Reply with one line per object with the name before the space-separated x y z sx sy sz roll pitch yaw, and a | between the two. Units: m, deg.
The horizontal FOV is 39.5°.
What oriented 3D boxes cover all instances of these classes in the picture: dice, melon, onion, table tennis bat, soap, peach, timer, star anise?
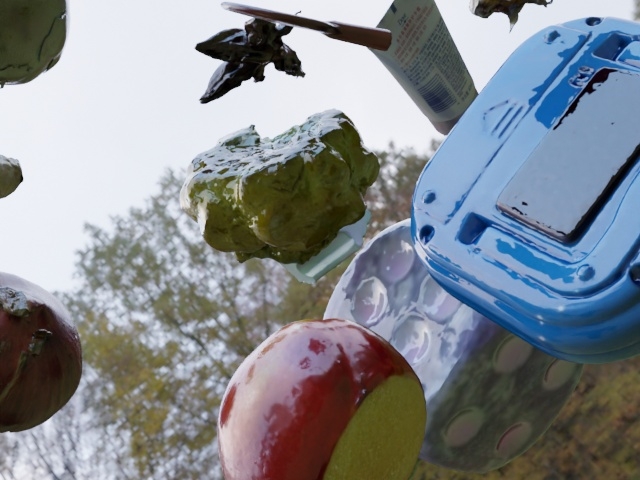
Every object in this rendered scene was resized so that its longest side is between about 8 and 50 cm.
dice | 0.183 0.145 1.255 0.271 0.270 0.270 24 -79 -41
melon | -0.574 -0.424 1.557 0.269 0.330 0.268 -12 -4 -1
onion | -0.400 0.119 1.068 0.161 0.248 0.248 -62 -27 3
table tennis bat | -0.011 -0.189 0.775 0.155 0.098 0.019 8 -78 -19
soap | 0.000 0.000 1.886 0.230 0.091 0.145 -37 23 40
peach | 0.006 0.170 0.775 0.190 0.192 0.190 -16 -38 -13
timer | 0.260 -0.066 0.867 0.340 0.309 0.115 -52 -45 -5
star anise | -0.093 -0.234 1.139 0.157 0.053 0.212 -22 -13 -5

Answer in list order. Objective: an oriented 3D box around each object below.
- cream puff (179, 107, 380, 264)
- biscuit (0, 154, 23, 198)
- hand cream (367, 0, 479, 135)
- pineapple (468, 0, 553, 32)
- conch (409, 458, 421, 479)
cream puff | -0.047 -0.062 1.235 0.282 0.282 0.185 -32 -65 -28
biscuit | -0.429 -0.075 1.008 0.061 0.055 0.219 -44 -19 19
hand cream | 0.145 -0.243 1.233 0.133 0.083 0.248 -57 -42 -14
pineapple | 0.190 -0.275 0.856 0.137 0.116 0.069 -38 5 -7
conch | 0.141 0.413 1.648 0.121 0.074 0.089 -17 2 -27
